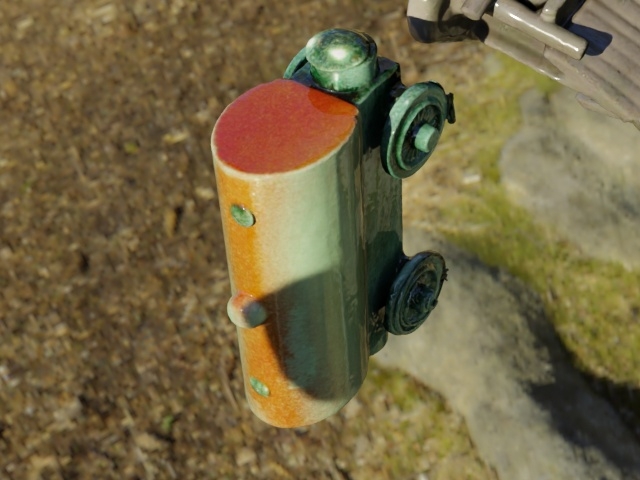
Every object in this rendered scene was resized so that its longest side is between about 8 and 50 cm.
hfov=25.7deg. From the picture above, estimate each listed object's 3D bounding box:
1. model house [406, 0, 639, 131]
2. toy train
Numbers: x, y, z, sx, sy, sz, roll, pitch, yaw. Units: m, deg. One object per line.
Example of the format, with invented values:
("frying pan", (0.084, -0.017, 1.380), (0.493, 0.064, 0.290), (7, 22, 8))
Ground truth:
("model house", (0.191, -0.181, 0.965), (0.188, 0.122, 0.229), (32, 76, 14))
("toy train", (0.000, 0.000, 0.934), (0.116, 0.285, 0.177), (27, 52, 26))
